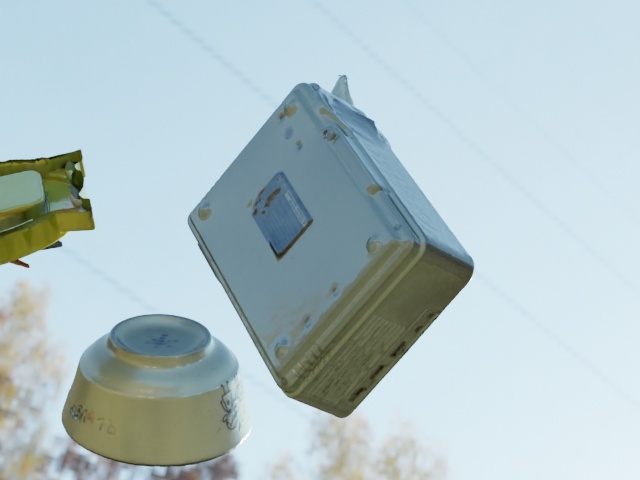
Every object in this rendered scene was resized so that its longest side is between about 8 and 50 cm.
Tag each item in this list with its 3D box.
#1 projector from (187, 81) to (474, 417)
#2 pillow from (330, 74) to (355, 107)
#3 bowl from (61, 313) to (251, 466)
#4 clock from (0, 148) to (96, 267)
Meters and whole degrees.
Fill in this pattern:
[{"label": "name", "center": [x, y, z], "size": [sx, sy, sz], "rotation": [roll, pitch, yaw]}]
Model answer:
[{"label": "projector", "center": [0.000, 0.000, 1.455], "size": [0.099, 0.256, 0.192], "rotation": [27, -69, -41]}, {"label": "pillow", "center": [0.016, -0.049, 1.658], "size": [0.051, 0.229, 0.128], "rotation": [7, -40, -18]}, {"label": "bowl", "center": [-0.201, 0.173, 2.050], "size": [0.238, 0.238, 0.126], "rotation": [7, -67, 7]}, {"label": "clock", "center": [-0.403, -0.018, 1.940], "size": [0.293, 0.277, 0.071], "rotation": [-9, -68, -2]}]
